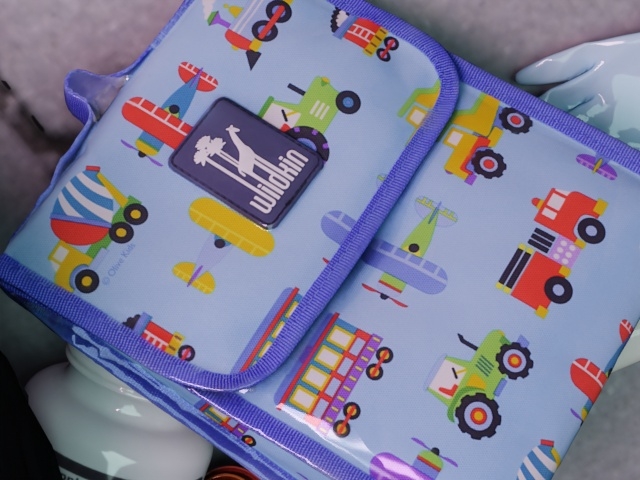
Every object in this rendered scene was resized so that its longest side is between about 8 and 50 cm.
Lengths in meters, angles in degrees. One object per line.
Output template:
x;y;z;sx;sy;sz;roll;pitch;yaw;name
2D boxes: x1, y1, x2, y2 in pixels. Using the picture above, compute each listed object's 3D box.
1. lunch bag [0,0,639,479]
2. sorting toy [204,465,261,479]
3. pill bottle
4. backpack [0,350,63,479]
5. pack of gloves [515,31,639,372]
0.000;0.000;0.783;0.293;0.138;0.221;33;71;-1;lunch bag
-0.038;0.125;0.870;0.061;0.042;0.102;17;80;12;sorting toy
-0.121;0.132;0.846;0.108;0.108;0.193;18;103;-14;pill bottle
-0.290;0.162;0.622;0.356;0.273;0.290;-14;139;-3;backpack
0.225;-0.040;0.858;0.232;0.046;0.195;-24;110;11;pack of gloves
